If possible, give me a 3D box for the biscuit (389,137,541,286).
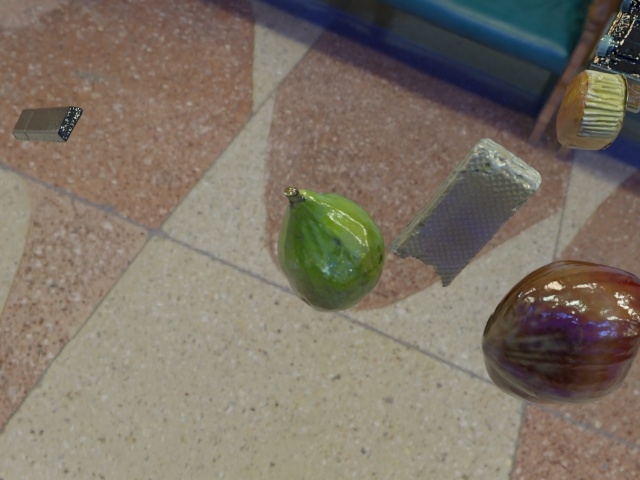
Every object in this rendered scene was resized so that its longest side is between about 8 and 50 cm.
[{"bbox_3d":[0.207,-0.039,1.166,0.108,0.239,0.062,33,37,-5],"label":"biscuit"}]

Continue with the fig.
[{"bbox_3d":[0.027,0.009,1.630,0.233,0.314,0.233,2,64,-5],"label":"fig"}]

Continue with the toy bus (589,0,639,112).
[{"bbox_3d":[0.708,-0.438,1.773,0.139,0.167,0.275,24,75,22],"label":"toy bus"}]

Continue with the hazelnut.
[{"bbox_3d":[0.307,0.116,1.015,0.181,0.212,0.181,19,42,16],"label":"hazelnut"}]

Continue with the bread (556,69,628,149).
[{"bbox_3d":[0.520,-0.251,1.547,0.114,0.190,0.132,7,77,1],"label":"bread"}]

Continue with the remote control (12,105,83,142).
[{"bbox_3d":[-0.448,-0.189,1.296,0.025,0.063,0.245,28,-11,-37],"label":"remote control"}]
